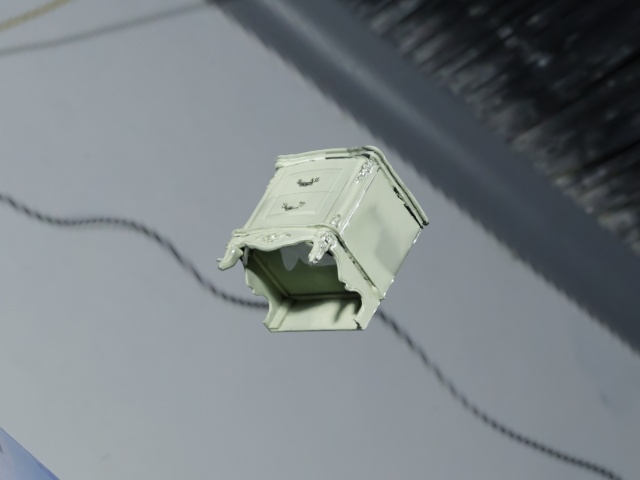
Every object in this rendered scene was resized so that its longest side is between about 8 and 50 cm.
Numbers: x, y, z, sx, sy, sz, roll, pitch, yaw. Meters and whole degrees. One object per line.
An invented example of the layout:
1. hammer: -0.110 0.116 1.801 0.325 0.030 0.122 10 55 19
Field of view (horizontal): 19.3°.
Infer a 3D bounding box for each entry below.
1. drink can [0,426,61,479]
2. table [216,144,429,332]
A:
1. drink can: -0.102 0.099 0.510 0.235 0.097 0.097 58 33 -55
2. table: 0.000 0.000 1.035 0.062 0.079 0.083 53 51 -31
